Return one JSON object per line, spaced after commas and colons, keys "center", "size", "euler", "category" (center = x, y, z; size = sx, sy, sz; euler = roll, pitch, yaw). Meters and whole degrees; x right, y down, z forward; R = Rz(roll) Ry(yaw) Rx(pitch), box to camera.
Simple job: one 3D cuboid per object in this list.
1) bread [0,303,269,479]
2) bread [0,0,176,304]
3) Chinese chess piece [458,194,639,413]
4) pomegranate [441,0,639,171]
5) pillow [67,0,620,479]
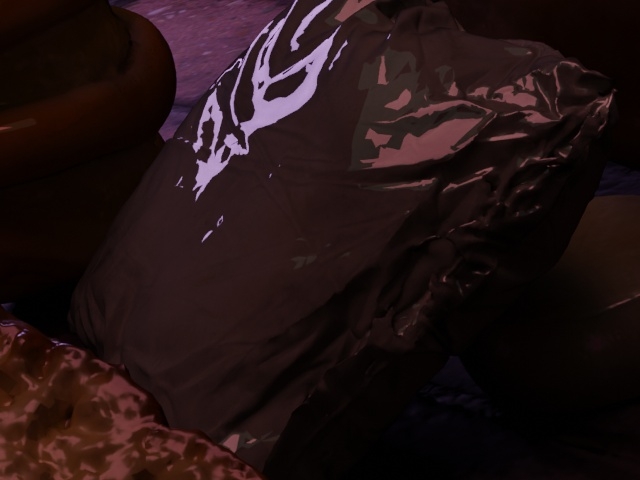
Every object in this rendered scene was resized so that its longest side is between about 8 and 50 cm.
{"center": [-0.113, 0.153, 0.604], "size": [0.340, 0.179, 0.194], "euler": [32, 56, 27], "category": "bread"}
{"center": [-0.205, -0.099, 1.162], "size": [0.211, 0.270, 0.315], "euler": [-25, 11, 23], "category": "bread"}
{"center": [0.137, 0.032, 0.878], "size": [0.144, 0.058, 0.144], "euler": [-17, 23, 7], "category": "Chinese chess piece"}
{"center": [0.243, -0.229, 0.982], "size": [0.411, 0.411, 0.411], "euler": [-15, 23, 6], "category": "pomegranate"}
{"center": [0.000, 0.000, 0.866], "size": [0.310, 0.138, 0.283], "euler": [-49, 29, 9], "category": "pillow"}
